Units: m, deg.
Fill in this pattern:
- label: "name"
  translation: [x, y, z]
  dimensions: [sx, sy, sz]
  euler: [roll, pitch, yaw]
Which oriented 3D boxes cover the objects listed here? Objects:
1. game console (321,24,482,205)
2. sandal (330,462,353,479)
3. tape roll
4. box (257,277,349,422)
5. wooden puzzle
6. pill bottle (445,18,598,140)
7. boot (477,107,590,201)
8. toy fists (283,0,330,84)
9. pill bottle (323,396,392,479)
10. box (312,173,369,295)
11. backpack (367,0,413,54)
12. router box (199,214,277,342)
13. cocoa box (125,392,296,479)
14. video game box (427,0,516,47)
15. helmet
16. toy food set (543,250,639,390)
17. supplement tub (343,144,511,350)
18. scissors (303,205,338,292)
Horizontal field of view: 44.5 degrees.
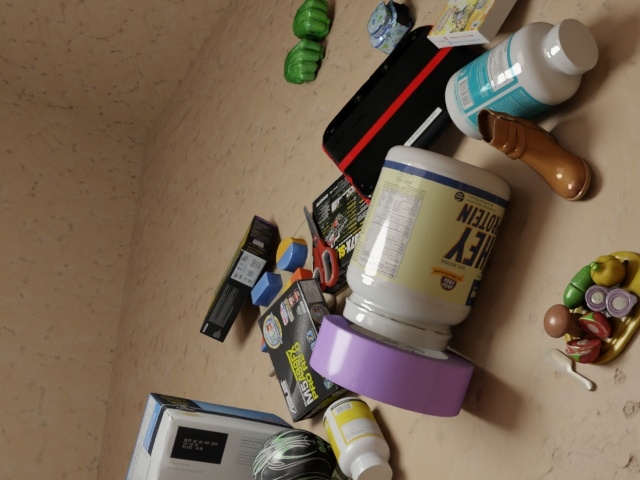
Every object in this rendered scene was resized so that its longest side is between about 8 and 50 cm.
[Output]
- label: "game console"
  translation: [0.179, -0.285, 1.717]
  dimensions: [0.386, 0.060, 0.342]
  euler: [-48, 36, 10]
- label: "sandal"
  translation: [0.065, 0.517, 1.562]
  dimensions: [0.090, 0.060, 0.219]
  euler: [-64, 12, 5]
- label: "tape roll"
  translation: [0.124, 0.215, 1.368]
  dimensions: [0.275, 0.275, 0.090]
  euler: [20, 93, 64]
- label: "box"
  translation: [-0.037, 0.253, 1.802]
  dimensions: [0.216, 0.060, 0.270]
  euler: [-46, 57, 46]
- label: "wooden puzzle"
  translation: [-0.092, 0.136, 2.070]
  dimensions: [0.322, 0.081, 0.347]
  euler: [-53, 32, 36]
- label: "pill bottle"
  translation: [0.352, -0.284, 1.370]
  dimensions: [0.264, 0.146, 0.146]
  euler: [-26, 52, 56]
- label: "boot"
  translation: [0.344, -0.143, 1.289]
  dimensions: [0.073, 0.152, 0.197]
  euler: [-60, 29, 25]
- label: "toy fists"
  translation: [-0.037, -0.616, 2.407]
  dimensions: [0.142, 0.096, 0.279]
  euler: [173, 111, -73]
- label: "pill bottle"
  translation: [0.076, 0.404, 1.546]
  dimensions: [0.103, 0.103, 0.184]
  euler: [-63, 28, 21]
- label: "box"
  translation: [0.089, -0.051, 1.831]
  dimensions: [0.322, 0.079, 0.257]
  euler: [-41, 42, 47]
- label: "backpack"
  translation: [0.165, -0.537, 1.966]
  dimensions: [0.114, 0.084, 0.105]
  euler: [-56, 28, 36]
- label: "router box"
  translation: [-0.239, 0.109, 2.293]
  dimensions: [0.308, 0.081, 0.243]
  euler: [-60, 8, 24]
- label: "cocoa box"
  translation: [-0.245, 0.516, 1.834]
  dimensions: [0.228, 0.347, 0.231]
  euler: [9, 83, 65]
- label: "video game box"
  translation: [0.331, -0.493, 1.598]
  dimensions: [0.205, 0.048, 0.187]
  euler: [-58, 24, -5]
- label: "helmet"
  translation: [-0.063, 0.492, 1.700]
  dimensions: [0.169, 0.162, 0.169]
  euler: [-42, 40, 47]
- label: "toy food set"
  translation: [0.388, 0.108, 1.144]
  dimensions: [0.217, 0.071, 0.128]
  euler: [-64, 27, 18]
- label: "supplement tub"
  translation: [0.185, 0.013, 1.415]
  dimensions: [0.235, 0.236, 0.324]
  euler: [26, 98, 64]
- label: "scissors"
  translation: [0.000, 0.000, 1.869]
  dimensions: [0.109, 0.021, 0.297]
  euler: [-52, 33, 42]
